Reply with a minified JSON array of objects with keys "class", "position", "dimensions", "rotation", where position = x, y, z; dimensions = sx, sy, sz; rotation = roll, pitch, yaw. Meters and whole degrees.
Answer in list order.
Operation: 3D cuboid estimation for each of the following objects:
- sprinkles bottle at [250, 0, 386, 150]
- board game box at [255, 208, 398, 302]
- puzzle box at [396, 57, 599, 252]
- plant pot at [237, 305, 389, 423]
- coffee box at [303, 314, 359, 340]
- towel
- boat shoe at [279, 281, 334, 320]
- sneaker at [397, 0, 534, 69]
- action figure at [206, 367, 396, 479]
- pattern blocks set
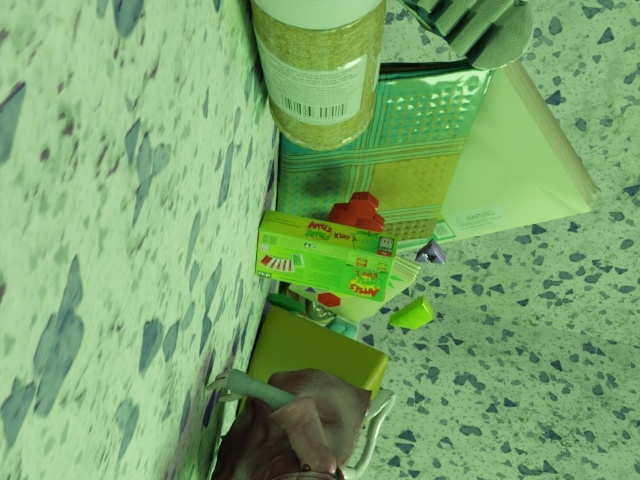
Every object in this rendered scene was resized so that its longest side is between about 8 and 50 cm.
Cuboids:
[{"class":"sprinkles bottle","position":[-0.001,-0.188,0.709],"dimensions":[0.355,0.121,0.121],"rotation":[88,14,-79]},{"class":"board game box","position":[0.007,0.022,1.064],"dimensions":[0.092,0.181,0.043],"rotation":[99,4,-45]},{"class":"puzzle box","position":[0.185,-0.122,1.227],"dimensions":[0.409,0.272,0.052],"rotation":[-14,-148,48]},{"class":"plant pot","position":[-0.033,0.271,1.297],"dimensions":[0.212,0.212,0.187],"rotation":[98,19,-52]},{"class":"coffee box","position":[0.031,0.071,1.815],"dimensions":[0.119,0.168,0.297],"rotation":[75,27,-83]},{"class":"towel","position":[0.072,-0.110,1.128],"dimensions":[0.370,0.272,0.040],"rotation":[100,-18,-53]},{"class":"boat shoe","position":[0.000,0.000,1.531],"dimensions":[0.122,0.120,0.324],"rotation":[44,57,-40]},{"class":"sneaker","position":[0.128,-0.347,1.010],"dimensions":[0.127,0.315,0.182],"rotation":[-43,-171,11]},{"class":"action figure","position":[-0.028,0.293,0.915],"dimensions":[0.370,0.276,0.248],"rotation":[-145,-108,-78]},{"class":"pattern blocks set","position":[0.053,0.059,1.230],"dimensions":[0.325,0.285,0.026],"rotation":[-33,-149,42]}]
